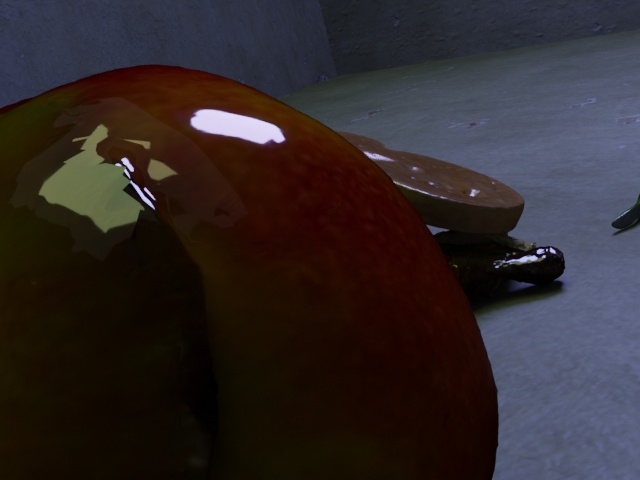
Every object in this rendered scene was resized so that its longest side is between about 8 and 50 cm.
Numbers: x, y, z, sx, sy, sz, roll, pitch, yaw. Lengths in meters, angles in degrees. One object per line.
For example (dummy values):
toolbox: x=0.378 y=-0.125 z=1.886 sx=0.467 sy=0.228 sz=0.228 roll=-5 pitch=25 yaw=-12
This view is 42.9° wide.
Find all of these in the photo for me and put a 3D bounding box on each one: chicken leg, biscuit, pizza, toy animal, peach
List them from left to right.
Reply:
peach: x=-0.071 y=0.079 z=0.478 sx=0.370 sy=0.370 sz=0.370 roll=-14 pitch=16 yaw=4
biscuit: x=0.063 y=-0.073 z=0.970 sx=0.355 sy=0.052 sz=0.275 roll=14 pitch=18 yaw=-2
chicken leg: x=0.111 y=0.065 z=0.872 sx=0.322 sy=0.083 sz=0.177 roll=-29 pitch=29 yaw=-34
pizza: x=0.180 y=0.005 z=0.989 sx=0.160 sy=0.035 sz=0.099 roll=-5 pitch=-20 yaw=14
toy animal: x=0.451 y=-0.065 z=1.050 sx=0.075 sy=0.041 sz=0.217 roll=-2 pitch=25 yaw=43
